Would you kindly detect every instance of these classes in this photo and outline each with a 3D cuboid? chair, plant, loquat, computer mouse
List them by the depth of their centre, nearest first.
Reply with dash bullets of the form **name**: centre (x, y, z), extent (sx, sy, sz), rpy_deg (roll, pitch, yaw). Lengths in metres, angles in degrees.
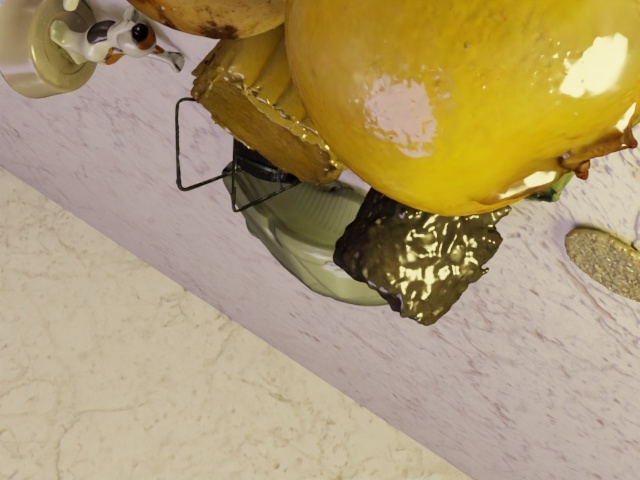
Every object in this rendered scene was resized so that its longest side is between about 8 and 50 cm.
- **loquat**: centre (0.120, -0.197, 1.135), extent (0.359, 0.328, 0.328), rpy_deg (59, 171, 15)
- **plant**: centre (0.132, -0.017, 1.865), extent (0.204, 0.234, 0.178), rpy_deg (34, 175, -11)
- **chair**: centre (-0.086, -0.142, 2.194), extent (0.140, 0.221, 0.145), rpy_deg (23, 118, 44)
- **computer mouse**: centre (-0.004, 0.002, 2.363), extent (0.429, 0.145, 0.228), rpy_deg (26, 165, 36)

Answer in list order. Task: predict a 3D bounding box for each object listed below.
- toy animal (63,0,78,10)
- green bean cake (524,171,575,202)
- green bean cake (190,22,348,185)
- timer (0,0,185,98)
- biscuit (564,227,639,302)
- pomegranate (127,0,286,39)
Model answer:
- **toy animal**: centre (-0.393, -0.414, 1.983), extent (0.282, 0.140, 0.138), rpy_deg (23, 152, 33)
- **green bean cake**: centre (0.141, -0.169, 1.515), extent (0.241, 0.132, 0.255), rpy_deg (20, 157, 46)
- **green bean cake**: centre (-0.044, -0.184, 1.899), extent (0.229, 0.131, 0.224), rpy_deg (36, 168, -9)
- **timer**: centre (-0.344, -0.302, 2.253), extent (0.266, 0.175, 0.175), rpy_deg (5, 149, 34)
- **biscuit**: centre (0.366, 0.031, 1.835), extent (0.152, 0.020, 0.152), rpy_deg (33, 164, 11)
- **pomegranate**: centre (-0.092, -0.320, 1.335), extent (0.281, 0.281, 0.281), rpy_deg (34, 165, 10)
